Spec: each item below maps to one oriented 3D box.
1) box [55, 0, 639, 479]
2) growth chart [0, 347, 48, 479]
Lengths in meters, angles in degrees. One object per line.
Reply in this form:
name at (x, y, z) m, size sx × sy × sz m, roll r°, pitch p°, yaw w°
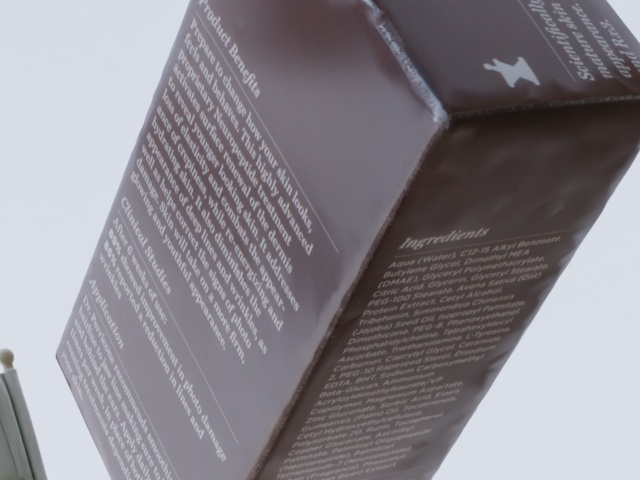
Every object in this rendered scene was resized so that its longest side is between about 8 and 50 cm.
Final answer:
box at (0.000, 0.000, 0.951) m, size 0.143 × 0.191 × 0.381 m, roll -9°, pitch -37°, yaw -31°
growth chart at (-0.330, 0.151, 1.504) m, size 0.237 × 0.021 × 0.172 m, roll -2°, pitch -110°, yaw -34°
